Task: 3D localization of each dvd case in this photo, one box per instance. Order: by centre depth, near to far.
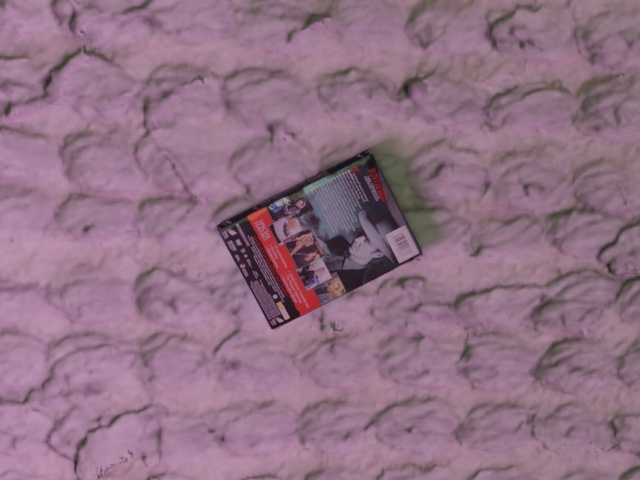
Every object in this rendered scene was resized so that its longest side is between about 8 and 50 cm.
[{"bbox_3d":[0.000,0.000,1.320,0.119,0.013,0.087,-27,111,4],"label":"dvd case"}]
